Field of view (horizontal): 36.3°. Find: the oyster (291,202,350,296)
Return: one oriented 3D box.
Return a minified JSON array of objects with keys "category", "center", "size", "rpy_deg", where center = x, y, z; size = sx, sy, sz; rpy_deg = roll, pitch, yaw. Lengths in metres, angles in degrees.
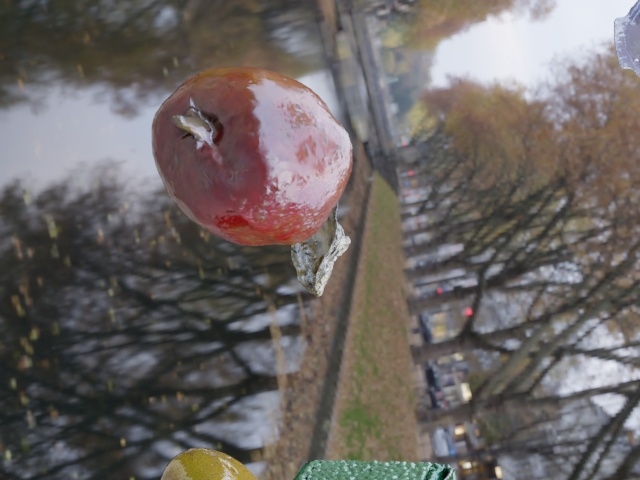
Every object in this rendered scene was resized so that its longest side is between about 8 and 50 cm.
[{"category":"oyster","center":[-0.002,0.008,1.686],"size":[0.056,0.105,0.177],"rpy_deg":[13,71,-60]}]

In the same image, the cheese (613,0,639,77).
[{"category":"cheese","center":[0.464,-0.243,1.173],"size":[0.052,0.244,0.135],"rpy_deg":[172,-87,-78]}]

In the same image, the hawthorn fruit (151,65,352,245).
[{"category":"hawthorn fruit","center":[-0.082,-0.100,1.079],"size":[0.249,0.215,0.215],"rpy_deg":[35,41,-57]}]

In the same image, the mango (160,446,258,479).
[{"category":"mango","center":[-0.119,0.328,1.175],"size":[0.176,0.119,0.317],"rpy_deg":[51,-13,7]}]

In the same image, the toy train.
[{"category":"toy train","center":[0.080,0.404,1.408],"size":[0.115,0.269,0.154],"rpy_deg":[-33,117,-65]}]
